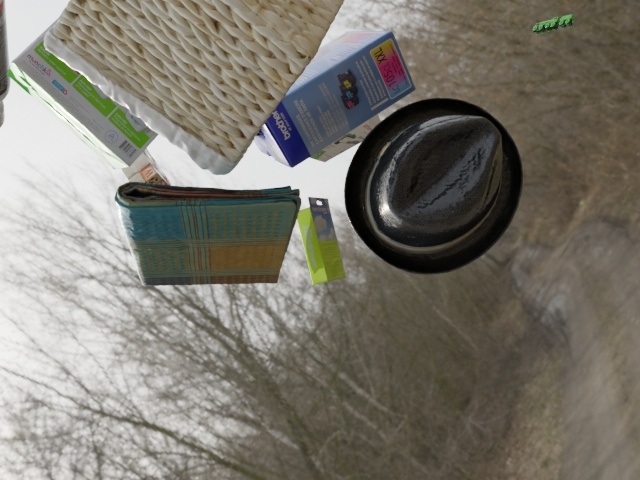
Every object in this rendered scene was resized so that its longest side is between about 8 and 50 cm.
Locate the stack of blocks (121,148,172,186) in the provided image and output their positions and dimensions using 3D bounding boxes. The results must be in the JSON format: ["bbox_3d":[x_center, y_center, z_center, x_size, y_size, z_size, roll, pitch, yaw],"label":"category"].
[{"bbox_3d":[-0.595,-0.262,2.110,0.087,0.297,0.171,-36,-21,-3],"label":"stack of blocks"}]

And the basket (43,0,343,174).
[{"bbox_3d":[-0.163,-0.344,1.006,0.266,0.331,0.328,-40,20,38],"label":"basket"}]

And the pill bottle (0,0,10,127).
[{"bbox_3d":[-0.830,-0.426,1.513,0.210,0.210,0.363,-46,-17,-45],"label":"pill bottle"}]

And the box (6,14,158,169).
[{"bbox_3d":[-0.396,-0.306,1.236,0.231,0.262,0.127,-54,26,-17],"label":"box"}]

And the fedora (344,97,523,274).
[{"bbox_3d":[0.204,-0.106,1.122,0.334,0.334,0.152,-57,-3,-6],"label":"fedora"}]

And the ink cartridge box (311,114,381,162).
[{"bbox_3d":[0.059,-0.328,1.953,0.219,0.092,0.160,-27,-10,21],"label":"ink cartridge box"}]

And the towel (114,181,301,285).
[{"bbox_3d":[-0.186,0.002,1.111,0.370,0.272,0.040,110,158,-66],"label":"towel"}]

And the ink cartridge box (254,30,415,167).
[{"bbox_3d":[-0.026,-0.309,1.476,0.395,0.151,0.270,-35,25,-8],"label":"ink cartridge box"}]

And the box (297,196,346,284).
[{"bbox_3d":[0.000,0.000,1.392,0.042,0.178,0.109,-15,-5,23],"label":"box"}]

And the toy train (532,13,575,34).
[{"bbox_3d":[0.443,-0.411,1.252,0.017,0.083,0.023,35,-110,-37],"label":"toy train"}]
